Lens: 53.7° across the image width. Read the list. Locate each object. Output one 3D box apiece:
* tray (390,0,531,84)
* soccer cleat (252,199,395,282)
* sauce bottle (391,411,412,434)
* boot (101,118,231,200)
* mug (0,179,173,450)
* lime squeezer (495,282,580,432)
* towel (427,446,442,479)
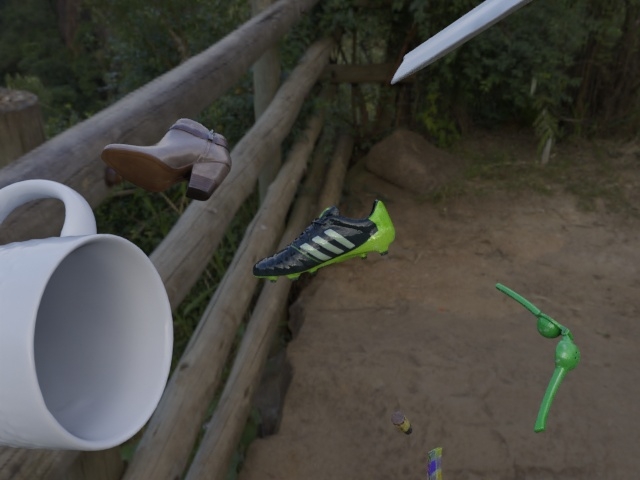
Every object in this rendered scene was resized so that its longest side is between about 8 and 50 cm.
[{"bbox_3d":[0.222,-0.312,0.906,0.145,0.030,0.270,-34,8,-36],"label":"tray"},{"bbox_3d":[0.000,0.000,0.764,0.179,0.072,0.060,-16,8,1],"label":"soccer cleat"},{"bbox_3d":[0.238,0.531,1.824,0.042,0.128,0.042,-13,53,18],"label":"sauce bottle"},{"bbox_3d":[-0.143,-0.087,0.612,0.119,0.042,0.087,24,45,-23],"label":"boot"},{"bbox_3d":[-0.419,0.094,0.884,0.328,0.373,0.276,-5,-16,21],"label":"mug"},{"bbox_3d":[0.406,0.187,1.147,0.059,0.110,0.310,27,40,-31],"label":"lime squeezer"},{"bbox_3d":[0.248,0.494,1.366,0.009,0.083,0.060,-2,-3,37],"label":"towel"}]
